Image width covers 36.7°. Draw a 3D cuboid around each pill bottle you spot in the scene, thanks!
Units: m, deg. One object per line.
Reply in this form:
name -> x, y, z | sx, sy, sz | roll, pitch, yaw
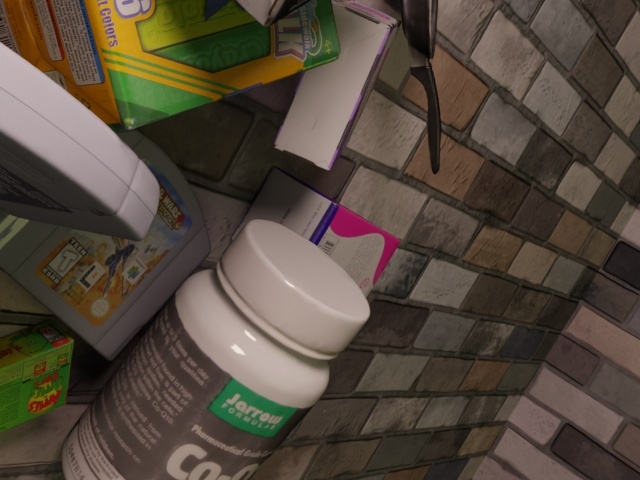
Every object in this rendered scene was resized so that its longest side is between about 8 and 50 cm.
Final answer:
pill bottle -> -0.119, 0.164, 1.102 | 0.361, 0.204, 0.204 | -52, 153, 16

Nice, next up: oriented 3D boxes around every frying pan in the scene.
frying pan -> 0.129, -0.267, 1.183 | 0.197, 0.053, 0.326 | -78, 168, -47

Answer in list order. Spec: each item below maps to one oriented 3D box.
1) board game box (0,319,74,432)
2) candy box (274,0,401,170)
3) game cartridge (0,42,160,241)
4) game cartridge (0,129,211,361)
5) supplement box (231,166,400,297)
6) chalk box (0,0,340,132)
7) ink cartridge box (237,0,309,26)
board game box -> -0.343, 0.155, 0.984 | 0.181, 0.043, 0.092 | -21, 136, -46
candy box -> 0.023, -0.182, 1.088 | 0.196, 0.070, 0.164 | -62, 176, -73
game cartridge -> -0.245, -0.084, 0.653 | 0.294, 0.196, 0.060 | 43, 65, -57
game cartridge -> -0.222, -0.008, 0.997 | 0.198, 0.062, 0.297 | -46, 150, -11
supplement box -> 0.000, 0.000, 1.278 | 0.111, 0.114, 0.220 | -59, 150, 2
chalk box -> -0.110, -0.207, 0.774 | 0.289, 0.179, 0.180 | -29, 112, -40
ink cartridge box -> -0.050, -0.322, 0.685 | 0.303, 0.307, 0.072 | -42, 174, -41
